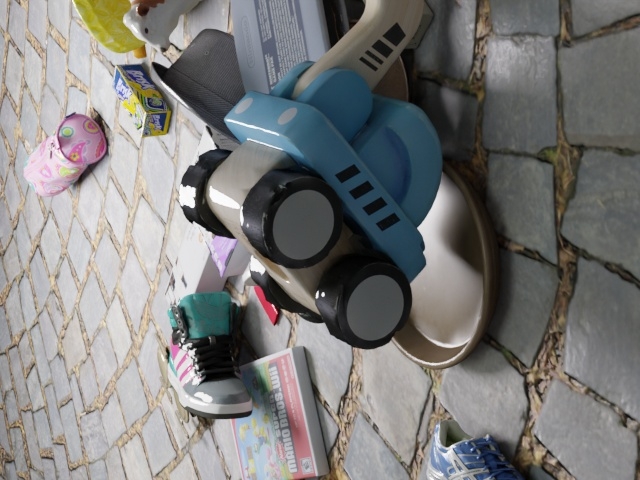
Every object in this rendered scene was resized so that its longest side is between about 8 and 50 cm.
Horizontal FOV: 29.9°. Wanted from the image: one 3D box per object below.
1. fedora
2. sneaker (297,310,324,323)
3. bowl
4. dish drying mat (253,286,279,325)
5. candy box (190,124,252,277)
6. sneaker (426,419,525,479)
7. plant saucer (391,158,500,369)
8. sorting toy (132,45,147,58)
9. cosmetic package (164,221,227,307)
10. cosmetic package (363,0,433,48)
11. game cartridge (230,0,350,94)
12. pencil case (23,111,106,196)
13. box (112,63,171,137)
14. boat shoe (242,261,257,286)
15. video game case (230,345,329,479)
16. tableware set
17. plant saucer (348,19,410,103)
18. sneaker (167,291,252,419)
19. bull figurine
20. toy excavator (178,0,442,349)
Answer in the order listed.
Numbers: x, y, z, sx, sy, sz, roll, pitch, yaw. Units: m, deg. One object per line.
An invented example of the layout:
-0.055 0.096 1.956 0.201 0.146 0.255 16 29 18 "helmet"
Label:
-0.125 -0.231 1.788 0.124 0.243 0.275 -58 33 7 "fedora"
0.000 0.000 1.708 0.132 0.086 0.229 -21 77 57 "sneaker"
-0.307 -0.475 2.035 0.156 0.289 0.290 -11 86 18 "bowl"
-0.088 0.099 1.959 0.083 0.008 0.032 57 142 36 "dish drying mat"
-0.147 -0.067 1.961 0.196 0.070 0.165 62 145 31 "candy box"
0.193 0.282 1.433 0.211 0.080 0.081 21 117 56 "sneaker"
0.139 0.023 1.511 0.278 0.041 0.278 20 114 57 "plant saucer"
-0.383 -0.497 2.199 0.229 0.041 0.307 21 -121 -81 "sorting toy"
-0.213 0.052 2.115 0.099 0.060 0.239 60 143 33 "cosmetic package"
0.093 -0.303 1.519 0.115 0.041 0.060 62 144 32 "cosmetic package"
-0.044 -0.291 1.619 0.198 0.062 0.297 -22 74 55 "game cartridge"
-0.565 -0.185 2.622 0.284 0.124 0.124 -24 75 60 "pencil case"
-0.342 -0.269 2.276 0.169 0.054 0.059 54 140 39 "box"
-0.070 0.016 1.856 0.184 0.066 0.063 134 134 -55 "boat shoe"
-0.080 0.296 1.971 0.285 0.025 0.204 -28 72 59 "video game case"
-0.269 0.269 2.285 0.194 0.039 0.128 -127 29 -50 "tableware set"
0.054 -0.192 1.587 0.198 0.036 0.199 9 102 46 "plant saucer"
-0.182 0.178 2.004 0.295 0.123 0.178 -152 63 -63 "sneaker"
-0.220 -0.431 1.859 0.101 0.188 0.310 116 148 -58 "bull figurine"
0.033 -0.166 1.425 0.433 0.445 0.222 49 165 -30 "toy excavator"
